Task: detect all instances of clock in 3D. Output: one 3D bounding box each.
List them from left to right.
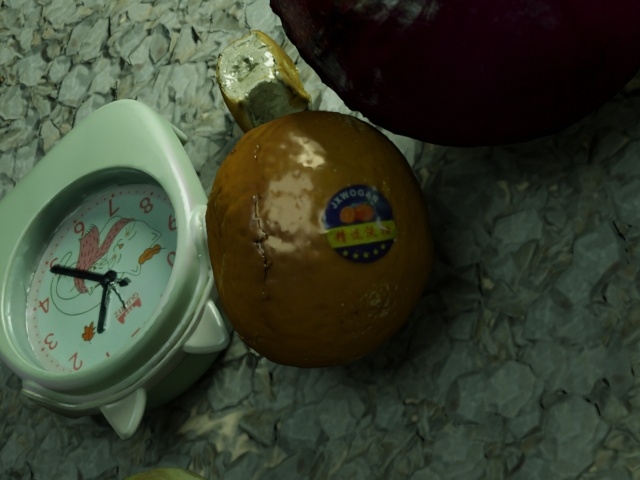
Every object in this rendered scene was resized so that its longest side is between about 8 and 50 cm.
[{"bbox_3d":[-0.192,0.043,1.727,0.265,0.108,0.324,-43,49,9],"label":"clock"}]

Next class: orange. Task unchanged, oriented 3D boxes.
[{"bbox_3d":[-0.002,-0.002,1.543,0.219,0.193,0.219,22,116,55],"label":"orange"}]

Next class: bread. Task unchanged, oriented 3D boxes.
[{"bbox_3d":[-0.061,-0.147,1.758,0.076,0.070,0.083,-35,48,16],"label":"bread"}]

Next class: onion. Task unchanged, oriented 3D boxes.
[{"bbox_3d":[0.134,-0.202,1.509,0.336,0.282,0.260,-18,76,-13],"label":"onion"}]

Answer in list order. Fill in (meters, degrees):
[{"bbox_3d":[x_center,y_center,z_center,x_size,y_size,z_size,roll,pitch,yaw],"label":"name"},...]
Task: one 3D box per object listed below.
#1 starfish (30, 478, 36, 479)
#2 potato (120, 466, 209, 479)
[{"bbox_3d":[-0.346,0.318,1.730,0.238,0.057,0.213,-35,47,10],"label":"starfish"},{"bbox_3d":[-0.090,0.343,1.435,0.218,0.202,0.351,-38,62,0],"label":"potato"}]
